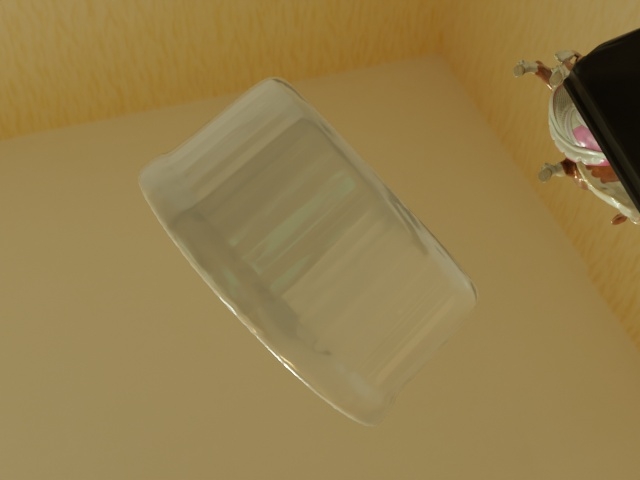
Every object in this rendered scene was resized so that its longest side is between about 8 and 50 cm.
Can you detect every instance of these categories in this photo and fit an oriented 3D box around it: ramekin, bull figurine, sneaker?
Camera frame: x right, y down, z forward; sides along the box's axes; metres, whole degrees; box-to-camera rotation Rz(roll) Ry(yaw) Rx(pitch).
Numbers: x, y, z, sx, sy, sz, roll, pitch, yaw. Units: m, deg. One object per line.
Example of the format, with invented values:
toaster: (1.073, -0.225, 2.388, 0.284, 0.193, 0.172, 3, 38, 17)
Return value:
ramekin: (0.000, 0.000, 0.744, 0.135, 0.277, 0.277, -42, -122, 4)
bull figurine: (0.410, -0.159, 1.437, 0.188, 0.101, 0.311, 8, -120, -40)
sneaker: (0.316, -0.129, 0.945, 0.102, 0.111, 0.252, -18, -151, -12)

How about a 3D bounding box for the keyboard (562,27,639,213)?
keyboard: (0.293, -0.017, 0.529, 0.201, 0.033, 0.317, -22, -116, -1)
